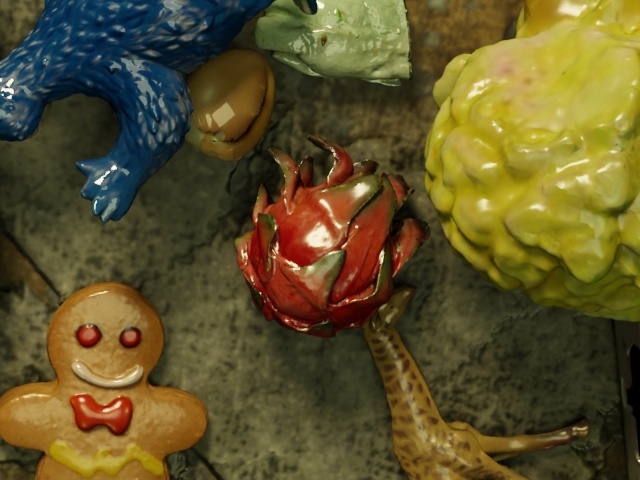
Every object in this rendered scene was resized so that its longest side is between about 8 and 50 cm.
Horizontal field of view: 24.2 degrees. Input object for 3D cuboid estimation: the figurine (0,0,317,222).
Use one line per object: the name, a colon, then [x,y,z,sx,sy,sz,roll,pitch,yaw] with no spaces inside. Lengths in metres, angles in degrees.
figurine: [-0.133,-0.150,1.012,0.164,0.121,0.262,42,85,22]

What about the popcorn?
popcorn: [0.200,-0.060,1.063,0.259,0.259,0.212,-24,132,0]

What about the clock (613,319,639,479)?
clock: [0.402,0.125,1.157,0.310,0.166,0.235,-11,107,-6]

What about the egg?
egg: [-0.068,-0.101,1.081,0.071,0.071,0.083,34,87,-15]

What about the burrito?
burrito: [0.010,-0.149,1.092,0.118,0.044,0.074,0,110,-11]

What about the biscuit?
biscuit: [-0.170,0.155,1.157,0.166,0.036,0.250,4,105,-10]

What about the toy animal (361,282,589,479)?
toy animal: [0.108,0.155,1.187,0.275,0.054,0.149,38,95,-15]

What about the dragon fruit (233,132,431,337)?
dragon fruit: [0.005,0.004,1.103,0.121,0.130,0.142,28,104,20]
